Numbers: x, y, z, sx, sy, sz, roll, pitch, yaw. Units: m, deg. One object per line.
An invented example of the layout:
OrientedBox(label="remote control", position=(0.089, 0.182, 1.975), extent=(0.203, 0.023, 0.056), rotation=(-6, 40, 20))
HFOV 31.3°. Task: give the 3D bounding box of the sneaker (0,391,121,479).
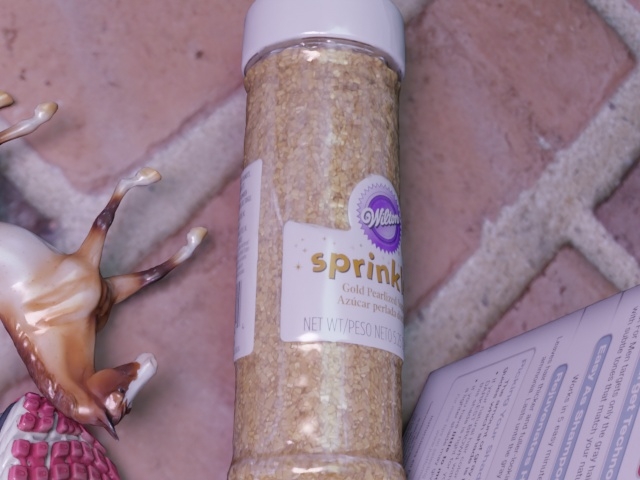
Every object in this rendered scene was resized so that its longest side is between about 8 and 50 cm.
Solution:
OrientedBox(label="sneaker", position=(-0.185, 0.231, 0.658), extent=(0.121, 0.112, 0.299), rotation=(45, 38, -51))

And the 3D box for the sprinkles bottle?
OrientedBox(label="sprinkles bottle", position=(0.000, 0.000, 0.800), extent=(0.121, 0.121, 0.355), rotation=(8, 70, -20))

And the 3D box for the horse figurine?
OrientedBox(label="horse figurine", position=(-0.196, -0.006, 0.748), extent=(0.263, 0.066, 0.174), rotation=(36, 59, -3))

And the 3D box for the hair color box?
OrientedBox(label="hair color box", position=(0.159, 0.144, 0.671), extent=(0.113, 0.374, 0.185), rotation=(31, 64, -10))
